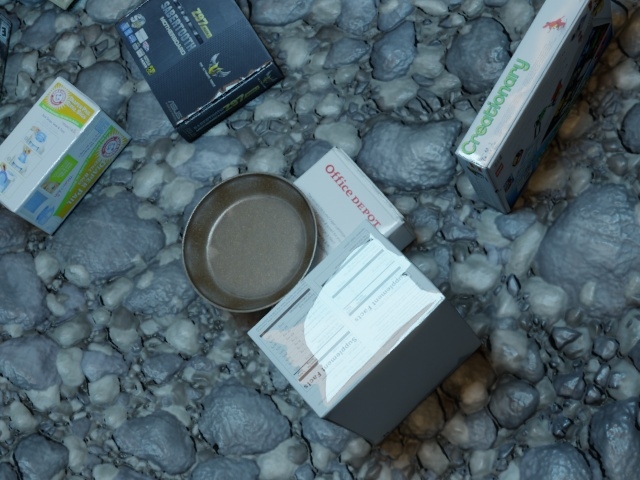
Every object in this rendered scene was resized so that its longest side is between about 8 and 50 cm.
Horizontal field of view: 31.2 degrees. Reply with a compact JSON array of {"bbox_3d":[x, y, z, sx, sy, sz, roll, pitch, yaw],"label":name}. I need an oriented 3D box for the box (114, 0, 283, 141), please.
[{"bbox_3d":[-0.190,-0.294,1.769,0.183,0.059,0.233,-33,67,4],"label":"box"}]

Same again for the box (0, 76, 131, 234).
[{"bbox_3d":[-0.407,-0.129,1.755,0.103,0.114,0.203,38,87,25],"label":"box"}]

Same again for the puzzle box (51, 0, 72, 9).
[{"bbox_3d":[-0.385,-0.588,1.763,0.409,0.272,0.052,-49,40,13],"label":"puzzle box"}]

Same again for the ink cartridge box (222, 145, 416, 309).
[{"bbox_3d":[0.000,0.000,1.602,0.218,0.092,0.158,-42,66,4],"label":"ink cartridge box"}]

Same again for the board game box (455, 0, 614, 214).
[{"bbox_3d":[0.290,-0.200,1.517,0.053,0.193,0.305,29,83,22],"label":"board game box"}]

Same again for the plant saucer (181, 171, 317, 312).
[{"bbox_3d":[-0.093,0.005,1.561,0.198,0.036,0.199,-6,71,17],"label":"plant saucer"}]

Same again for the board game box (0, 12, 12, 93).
[{"bbox_3d":[-0.625,-0.259,1.801,0.141,0.232,0.291,-1,74,17],"label":"board game box"}]

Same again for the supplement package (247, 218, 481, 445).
[{"bbox_3d":[0.065,0.125,1.449,0.204,0.262,0.145,-44,66,1],"label":"supplement package"}]
